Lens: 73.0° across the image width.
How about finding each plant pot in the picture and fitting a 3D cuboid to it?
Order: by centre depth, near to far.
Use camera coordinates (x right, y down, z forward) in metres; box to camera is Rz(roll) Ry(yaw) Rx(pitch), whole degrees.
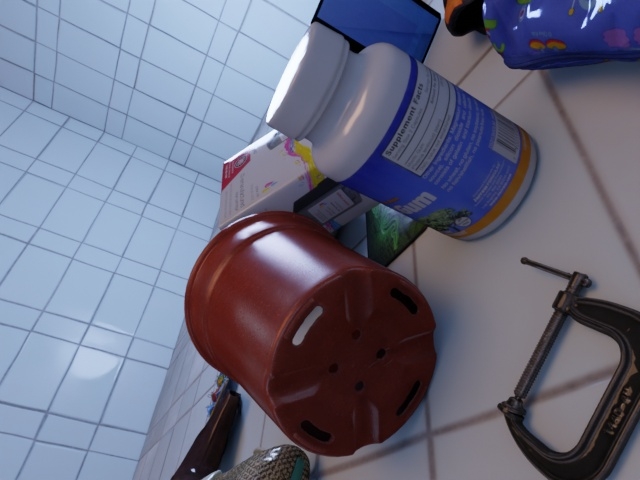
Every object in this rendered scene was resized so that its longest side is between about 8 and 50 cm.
[{"bbox_3d":[-0.013,0.108,0.553,0.265,0.272,0.272,17,85,62],"label":"plant pot"}]

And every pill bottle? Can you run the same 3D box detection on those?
[{"bbox_3d":[0.085,-0.116,0.481,0.152,0.272,0.152,-54,23,35],"label":"pill bottle"}]

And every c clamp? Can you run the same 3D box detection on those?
[{"bbox_3d":[0.191,0.100,0.345,0.161,0.022,0.137,-66,24,-3],"label":"c clamp"}]

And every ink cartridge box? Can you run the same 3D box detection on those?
[{"bbox_3d":[-0.018,-0.120,0.754,0.306,0.131,0.226,-31,36,14],"label":"ink cartridge box"}]

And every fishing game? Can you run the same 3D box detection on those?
[{"bbox_3d":[-0.285,0.395,1.209,0.264,0.041,0.189,-111,46,-77],"label":"fishing game"}]

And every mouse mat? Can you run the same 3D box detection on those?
[{"bbox_3d":[0.119,-0.044,0.718,0.152,0.007,0.190,-51,24,39],"label":"mouse mat"}]

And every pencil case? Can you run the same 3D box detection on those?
[{"bbox_3d":[0.254,-0.201,0.355,0.133,0.119,0.306,-56,20,13],"label":"pencil case"}]

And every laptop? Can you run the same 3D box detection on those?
[{"bbox_3d":[0.110,-0.357,0.747,0.136,0.234,0.264,-55,21,33],"label":"laptop"}]

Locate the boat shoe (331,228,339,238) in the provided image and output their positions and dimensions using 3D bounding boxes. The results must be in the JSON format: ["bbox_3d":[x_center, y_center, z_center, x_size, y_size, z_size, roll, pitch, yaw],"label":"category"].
[{"bbox_3d":[-0.001,0.000,0.892,0.081,0.079,0.227,-113,43,-64],"label":"boat shoe"}]

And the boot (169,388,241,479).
[{"bbox_3d":[-0.247,0.446,0.969,0.248,0.090,0.207,126,166,-77],"label":"boot"}]

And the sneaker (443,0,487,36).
[{"bbox_3d":[0.274,-0.399,0.565,0.321,0.124,0.180,127,155,-63],"label":"sneaker"}]

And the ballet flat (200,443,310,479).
[{"bbox_3d":[-0.161,0.459,0.727,0.483,0.164,0.182,-45,7,36],"label":"ballet flat"}]
